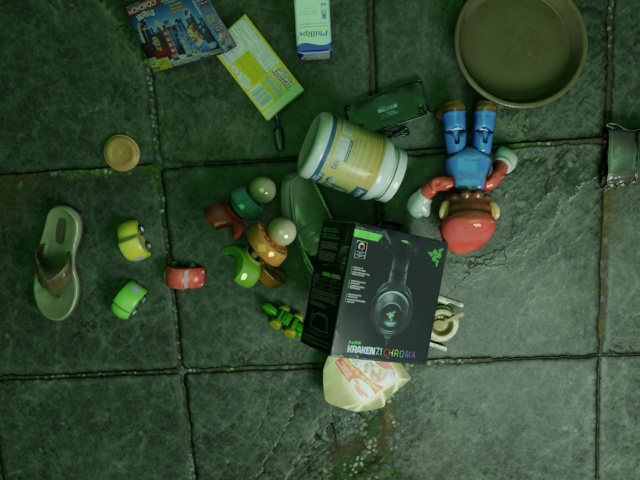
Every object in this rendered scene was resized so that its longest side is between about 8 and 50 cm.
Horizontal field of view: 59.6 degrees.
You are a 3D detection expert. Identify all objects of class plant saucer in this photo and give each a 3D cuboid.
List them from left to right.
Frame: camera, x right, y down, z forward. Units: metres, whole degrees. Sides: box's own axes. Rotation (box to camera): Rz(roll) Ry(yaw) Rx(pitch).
[{"bbox_3d":[-0.453,-0.199,1.272,0.084,0.013,0.083,0,101,2],"label":"plant saucer"},{"bbox_3d":[0.408,-0.406,1.154,0.278,0.041,0.277,0,88,-2],"label":"plant saucer"}]

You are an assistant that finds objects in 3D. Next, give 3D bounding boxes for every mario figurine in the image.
[{"bbox_3d":[0.306,-0.132,1.217,0.198,0.170,0.320,3,91,39],"label":"mario figurine"}]

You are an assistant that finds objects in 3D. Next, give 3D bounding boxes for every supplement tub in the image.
[{"bbox_3d":[0.066,-0.170,1.176,0.200,0.144,0.144,19,101,-15],"label":"supplement tub"}]

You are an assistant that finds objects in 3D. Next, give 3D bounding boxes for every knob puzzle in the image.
[{"bbox_3d":[0.088,0.316,1.324,0.213,0.030,0.213,0,89,-8],"label":"knob puzzle"}]

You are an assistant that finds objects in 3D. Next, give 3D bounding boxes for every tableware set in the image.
[{"bbox_3d":[0.230,0.177,1.292,0.194,0.039,0.128,18,95,-1],"label":"tableware set"}]

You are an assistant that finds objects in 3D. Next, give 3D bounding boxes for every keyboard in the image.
[{"bbox_3d":[0.152,-0.273,1.227,0.180,0.023,0.108,-18,93,7],"label":"keyboard"}]

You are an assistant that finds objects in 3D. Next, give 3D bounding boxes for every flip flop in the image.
[{"bbox_3d":[-0.614,0.054,1.294,0.112,0.080,0.276,13,101,0],"label":"flip flop"}]

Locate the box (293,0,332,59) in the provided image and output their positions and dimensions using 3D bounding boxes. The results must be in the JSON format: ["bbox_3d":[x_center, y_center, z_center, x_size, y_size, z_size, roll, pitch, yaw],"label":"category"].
[{"bbox_3d":[-0.015,-0.448,1.148,0.072,0.126,0.137,-2,101,1],"label":"box"}]

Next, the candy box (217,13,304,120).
[{"bbox_3d":[-0.137,-0.373,1.210,0.105,0.027,0.205,-37,92,6],"label":"candy box"}]

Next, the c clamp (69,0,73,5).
[{"bbox_3d":[-0.491,-0.599,1.198,0.161,0.022,0.137,-22,94,8],"label":"c clamp"}]

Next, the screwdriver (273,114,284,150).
[{"bbox_3d":[-0.099,-0.283,1.235,0.024,0.025,0.169,-6,101,4],"label":"screwdriver"}]

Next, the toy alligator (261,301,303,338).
[{"bbox_3d":[-0.060,0.207,1.314,0.190,0.056,0.051,31,140,-3],"label":"toy alligator"}]

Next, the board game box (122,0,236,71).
[{"bbox_3d":[-0.298,-0.467,1.151,0.194,0.060,0.194,-4,121,26],"label":"board game box"}]

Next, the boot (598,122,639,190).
[{"bbox_3d":[0.722,-0.135,1.203,0.229,0.091,0.262,-7,96,9],"label":"boot"}]

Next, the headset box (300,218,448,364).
[{"bbox_3d":[0.116,0.098,1.161,0.247,0.131,0.282,13,88,-30],"label":"headset box"}]

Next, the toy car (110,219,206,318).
[{"bbox_3d":[-0.419,0.098,1.306,0.239,0.053,0.225,37,100,-4],"label":"toy car"}]

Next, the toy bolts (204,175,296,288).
[{"bbox_3d":[-0.120,-0.024,1.218,0.158,0.218,0.228,-39,63,13],"label":"toy bolts"}]

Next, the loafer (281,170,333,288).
[{"bbox_3d":[0.000,0.000,1.228,0.112,0.111,0.319,-25,103,-23],"label":"loafer"}]
